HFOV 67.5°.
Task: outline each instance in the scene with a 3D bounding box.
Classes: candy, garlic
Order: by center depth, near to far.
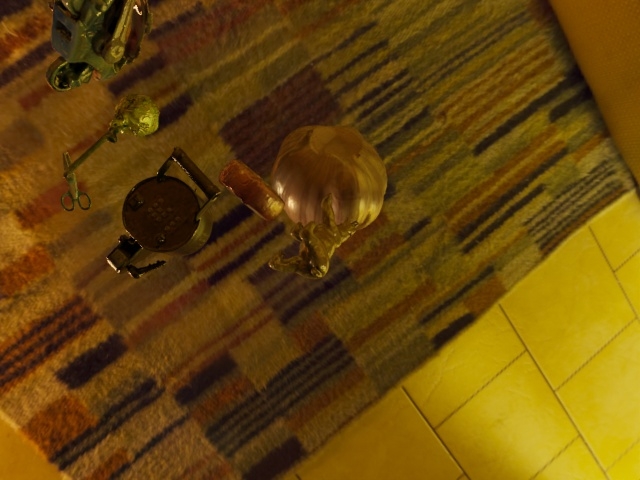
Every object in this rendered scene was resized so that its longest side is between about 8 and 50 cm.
[{"bbox_3d":[-0.164,-0.082,0.376,0.035,0.123,0.035,12,128,3],"label":"candy"},{"bbox_3d":[-0.098,-0.070,0.681,0.103,0.103,0.043,42,86,-15],"label":"candy"},{"bbox_3d":[0.021,-0.144,1.209,0.317,0.259,0.317,2,52,-3],"label":"garlic"}]

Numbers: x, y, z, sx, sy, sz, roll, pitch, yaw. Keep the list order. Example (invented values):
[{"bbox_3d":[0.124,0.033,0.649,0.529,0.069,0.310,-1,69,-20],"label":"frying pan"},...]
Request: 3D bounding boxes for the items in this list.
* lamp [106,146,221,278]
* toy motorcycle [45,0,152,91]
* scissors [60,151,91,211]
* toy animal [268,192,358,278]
[{"bbox_3d":[-0.411,-0.068,1.348,0.374,0.272,0.205,-44,90,13],"label":"lamp"},{"bbox_3d":[-0.495,-0.477,1.107,0.241,0.319,0.182,-5,57,-43],"label":"toy motorcycle"},{"bbox_3d":[-0.493,-0.116,0.951,0.058,0.014,0.119,-3,110,-6],"label":"scissors"},{"bbox_3d":[0.000,0.000,0.901,0.101,0.219,0.103,44,123,-10],"label":"toy animal"}]
